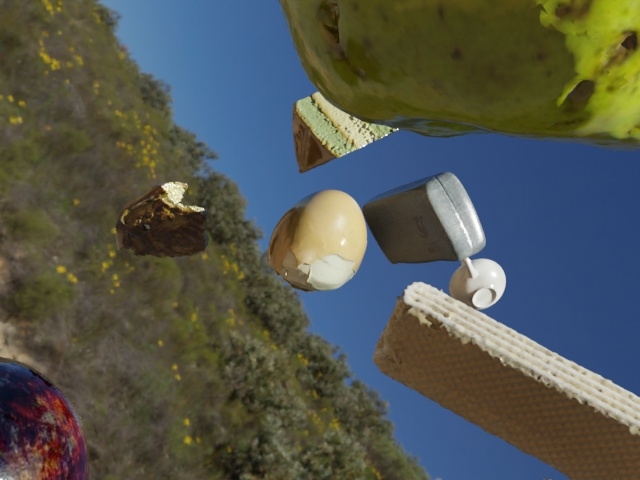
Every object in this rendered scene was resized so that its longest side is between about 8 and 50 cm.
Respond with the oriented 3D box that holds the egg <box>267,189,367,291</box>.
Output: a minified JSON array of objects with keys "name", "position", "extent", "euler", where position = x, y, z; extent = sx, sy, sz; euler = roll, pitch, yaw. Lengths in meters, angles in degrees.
[{"name":"egg","position":[0.000,0.000,1.591],"extent":[0.201,0.244,0.201],"euler":[22,-23,10]}]

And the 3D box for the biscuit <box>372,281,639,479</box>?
[{"name":"biscuit","position":[0.275,0.209,0.976],"extent":[0.426,0.078,0.144],"euler":[29,-56,13]}]

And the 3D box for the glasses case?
[{"name":"glasses case","position":[0.158,-0.030,1.201],"extent":[0.131,0.074,0.323],"euler":[62,-13,-4]}]

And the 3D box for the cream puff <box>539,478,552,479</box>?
[{"name":"cream puff","position":[0.222,0.276,0.688],"extent":[0.116,0.094,0.122],"euler":[19,-45,53]}]

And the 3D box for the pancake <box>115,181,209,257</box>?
[{"name":"pancake","position":[-0.386,-0.050,1.752],"extent":[0.056,0.257,0.212],"euler":[-85,171,-50]}]

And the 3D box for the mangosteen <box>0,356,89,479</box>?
[{"name":"mangosteen","position":[-0.401,0.269,0.762],"extent":[0.330,0.330,0.330],"euler":[164,-90,-71]}]

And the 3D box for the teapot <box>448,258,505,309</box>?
[{"name":"teapot","position":[0.390,0.106,1.839],"extent":[0.226,0.145,0.092],"euler":[61,3,-38]}]

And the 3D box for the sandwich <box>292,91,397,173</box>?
[{"name":"sandwich","position":[0.036,-0.138,1.154],"extent":[0.144,0.117,0.187],"euler":[58,-14,30]}]

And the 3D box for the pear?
[{"name":"pear","position":[0.136,-0.246,0.484],"extent":[0.391,0.391,0.391],"euler":[164,-90,-71]}]
